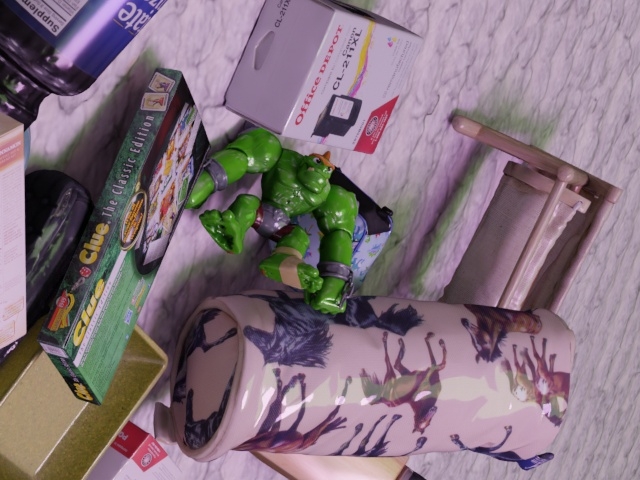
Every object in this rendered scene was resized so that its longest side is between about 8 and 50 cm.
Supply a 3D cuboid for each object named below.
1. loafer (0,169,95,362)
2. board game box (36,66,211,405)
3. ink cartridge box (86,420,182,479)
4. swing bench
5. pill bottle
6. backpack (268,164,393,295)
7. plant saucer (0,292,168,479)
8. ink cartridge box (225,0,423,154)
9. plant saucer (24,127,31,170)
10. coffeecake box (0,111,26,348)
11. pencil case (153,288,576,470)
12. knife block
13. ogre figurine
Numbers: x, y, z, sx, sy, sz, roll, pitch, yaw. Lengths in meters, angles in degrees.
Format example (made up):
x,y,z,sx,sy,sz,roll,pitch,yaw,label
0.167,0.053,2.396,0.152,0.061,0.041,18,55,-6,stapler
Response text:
x,y,z,sx,sy,sz,roll,pitch,yaw,label
-0.251,0.049,1.548,0.223,0.076,0.078,-59,144,-11,loafer
-0.160,-0.003,1.608,0.136,0.030,0.259,79,30,-64,board game box
-0.205,0.242,1.821,0.135,0.056,0.099,-52,150,-15,ink cartridge box
0.209,0.018,2.179,0.255,0.165,0.253,14,103,-61,swing bench
-0.182,-0.183,1.381,0.219,0.123,0.123,-48,152,4,pill bottle
0.000,0.000,1.887,0.084,0.105,0.114,-12,135,-48,backpack
-0.234,0.136,1.690,0.188,0.045,0.188,-54,151,-12,plant saucer
0.005,-0.156,1.781,0.175,0.072,0.127,5,111,-60,ink cartridge box
-0.263,-0.061,1.486,0.119,0.021,0.119,-40,145,-35,plant saucer
-0.281,-0.022,1.363,0.068,0.142,0.185,-34,141,-41,coffeecake box
0.047,0.142,1.880,0.410,0.160,0.183,4,131,-29,pencil case
0.029,0.234,2.000,0.088,0.242,0.275,-57,151,-10,knife block
-0.039,-0.030,1.773,0.118,0.197,0.097,-65,-176,-29,ogre figurine
